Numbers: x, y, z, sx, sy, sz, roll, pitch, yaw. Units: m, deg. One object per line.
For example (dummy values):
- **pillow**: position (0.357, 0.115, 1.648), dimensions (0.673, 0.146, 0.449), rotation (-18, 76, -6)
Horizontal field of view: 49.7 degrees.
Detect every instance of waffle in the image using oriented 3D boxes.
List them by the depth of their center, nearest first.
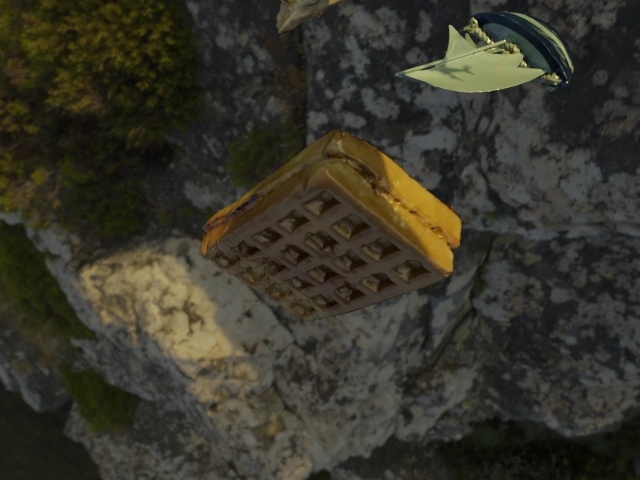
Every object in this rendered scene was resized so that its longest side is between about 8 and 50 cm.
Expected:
- **waffle**: position (0.000, 0.000, 0.905), dimensions (0.224, 0.098, 0.327), rotation (37, 143, -21)

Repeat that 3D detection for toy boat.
- **toy boat**: position (0.251, -0.298, 1.089), dimensions (0.291, 0.210, 0.070), rotation (-4, 134, -6)

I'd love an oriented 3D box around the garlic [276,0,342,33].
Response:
- **garlic**: position (-0.010, -0.450, 0.857), dimensions (0.286, 0.249, 0.313), rotation (-11, 124, 12)
